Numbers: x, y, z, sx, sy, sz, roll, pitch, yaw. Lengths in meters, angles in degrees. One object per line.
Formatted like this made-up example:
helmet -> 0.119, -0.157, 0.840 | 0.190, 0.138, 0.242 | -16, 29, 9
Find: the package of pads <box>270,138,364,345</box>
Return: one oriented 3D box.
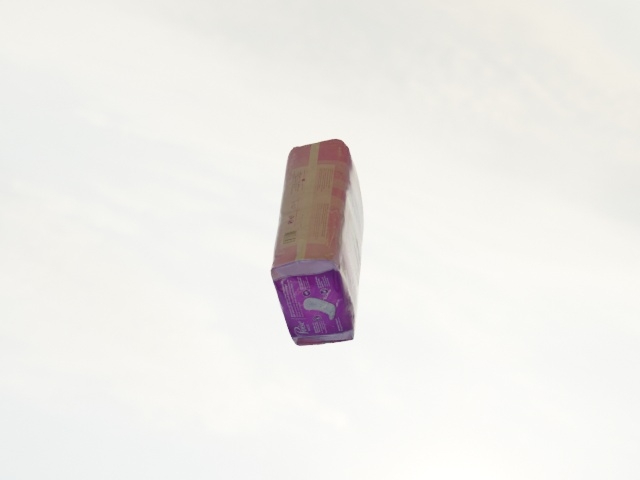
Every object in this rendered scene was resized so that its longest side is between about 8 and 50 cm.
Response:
package of pads -> 0.000, 0.000, 0.769 | 0.032, 0.050, 0.083 | -6, -139, 12
